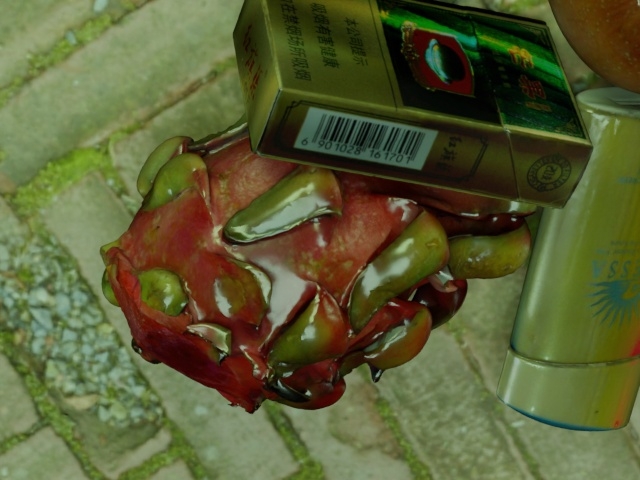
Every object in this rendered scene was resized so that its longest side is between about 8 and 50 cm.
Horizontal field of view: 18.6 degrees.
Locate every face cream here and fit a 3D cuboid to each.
[{"bbox_3d":[0.219,0.022,1.524,0.139,0.067,0.285,-3,117,-32],"label":"face cream"}]

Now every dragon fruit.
[{"bbox_3d":[-0.007,0.017,1.472,0.307,0.227,0.243,20,88,-11],"label":"dragon fruit"}]

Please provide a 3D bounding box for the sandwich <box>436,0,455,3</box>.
[{"bbox_3d":[0.048,-0.255,1.463,0.079,0.113,0.163,-23,144,11],"label":"sandwich"}]

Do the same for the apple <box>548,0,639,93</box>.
[{"bbox_3d":[0.255,-0.215,1.384,0.210,0.173,0.235,-24,108,12],"label":"apple"}]

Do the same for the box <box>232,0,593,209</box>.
[{"bbox_3d":[0.064,-0.111,1.417,0.240,0.159,0.071,9,127,-18],"label":"box"}]
